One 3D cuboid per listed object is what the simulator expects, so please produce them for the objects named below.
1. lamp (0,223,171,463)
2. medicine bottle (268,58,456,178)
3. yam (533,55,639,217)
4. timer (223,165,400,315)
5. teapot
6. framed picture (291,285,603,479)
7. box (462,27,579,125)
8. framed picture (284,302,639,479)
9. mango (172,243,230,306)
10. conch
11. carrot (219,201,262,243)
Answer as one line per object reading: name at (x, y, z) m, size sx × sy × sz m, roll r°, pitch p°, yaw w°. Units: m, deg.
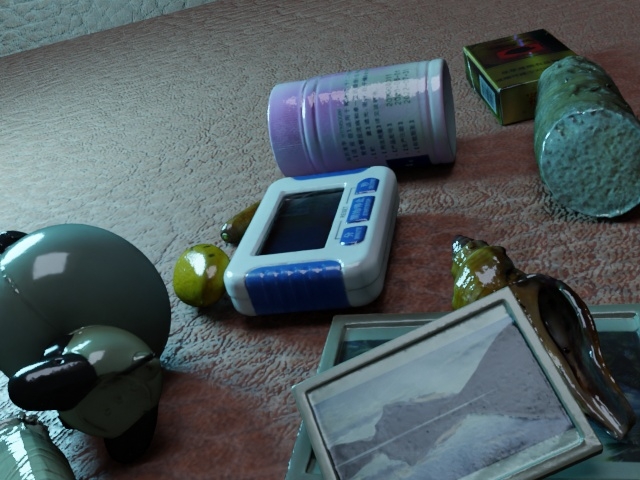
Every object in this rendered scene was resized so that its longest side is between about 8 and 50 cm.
lamp at (-0.233, 0.091, 0.737) m, size 0.197 × 0.198 × 0.244 m, roll -22°, pitch 37°, yaw -13°
medicine bottle at (0.064, -0.175, 1.102) m, size 0.254 × 0.152 × 0.152 m, roll -5°, pitch 31°, yaw 17°
yam at (0.341, -0.158, 0.974) m, size 0.133 × 0.133 × 0.330 m, roll -5°, pitch 30°, yaw 16°
timer at (0.000, 0.000, 0.904) m, size 0.178 × 0.078 × 0.253 m, roll -6°, pitch 30°, yaw 17°
teapot at (-0.249, 0.234, 0.616) m, size 0.107 × 0.077 × 0.200 m, roll -43°, pitch 36°, yaw -9°
framed picture at (0.091, 0.138, 0.588) m, size 0.203 × 0.015 × 0.150 m, roll -24°, pitch 56°, yaw 3°
box at (0.342, -0.278, 1.244) m, size 0.159 × 0.071 × 0.240 m, roll -14°, pitch 30°, yaw 5°
framed picture at (0.142, 0.135, 0.658) m, size 0.315 × 0.024 × 0.232 m, roll -5°, pitch 31°, yaw 16°
mango at (-0.139, 0.043, 0.888) m, size 0.079 × 0.057 × 0.114 m, roll -65°, pitch 24°, yaw -2°
conch at (0.187, 0.073, 0.655) m, size 0.232 × 0.080 × 0.086 m, roll 38°, pitch 92°, yaw 33°
carrot at (-0.107, -0.026, 1.045) m, size 0.032 × 0.032 × 0.093 m, roll 4°, pitch 30°, yaw 30°
